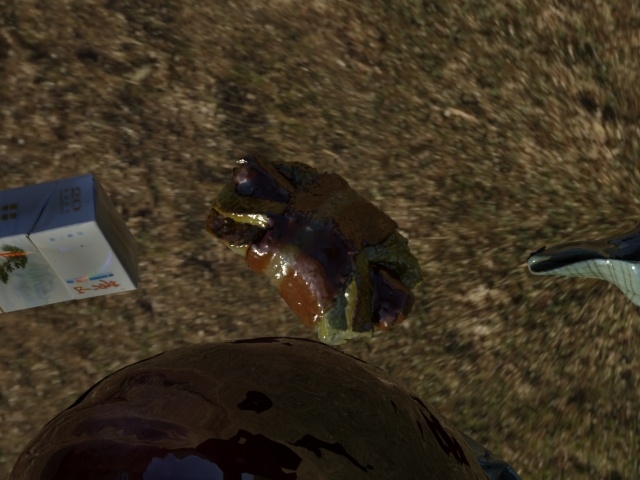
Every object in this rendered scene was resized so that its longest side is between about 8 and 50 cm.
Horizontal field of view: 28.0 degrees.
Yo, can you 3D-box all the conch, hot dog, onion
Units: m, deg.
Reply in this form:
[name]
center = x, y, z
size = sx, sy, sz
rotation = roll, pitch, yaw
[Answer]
[conch]
center = 0.332, 0.025, 1.190
size = 0.234, 0.137, 0.114
rotation = -28, 112, -21
[hot dog]
center = 0.000, 0.000, 1.187
size = 0.213, 0.103, 0.146
rotation = 40, 57, 1
[onion]
center = 0.012, 0.201, 0.593
size = 0.286, 0.348, 0.347
rotation = -11, 88, 32

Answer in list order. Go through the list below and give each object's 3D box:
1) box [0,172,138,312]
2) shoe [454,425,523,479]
[box]
center = -0.319, 0.012, 1.324
size = 0.233, 0.149, 0.067
rotation = -11, 62, 6
[shoe]
center = 0.171, 0.285, 1.526
size = 0.275, 0.098, 0.103
rotation = 38, 58, 3
